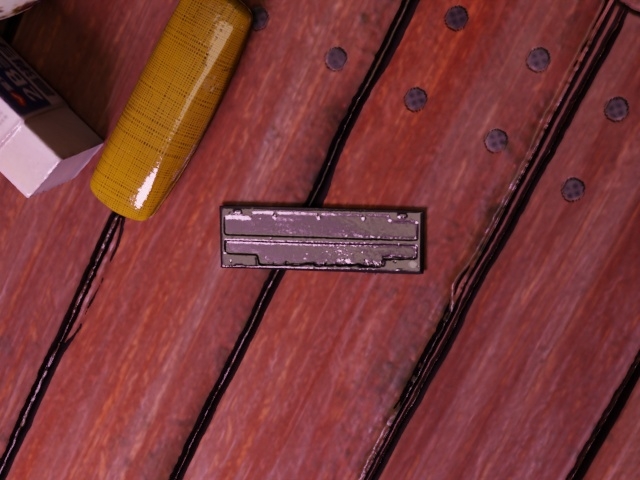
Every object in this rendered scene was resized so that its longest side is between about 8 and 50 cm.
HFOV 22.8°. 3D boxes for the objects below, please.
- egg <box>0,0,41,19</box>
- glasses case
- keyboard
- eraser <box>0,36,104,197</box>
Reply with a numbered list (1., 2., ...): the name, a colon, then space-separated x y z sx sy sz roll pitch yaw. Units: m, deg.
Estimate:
1. egg: -0.275 -0.297 1.419 0.169 0.169 0.231 38 109 2
2. glasses case: -0.137 -0.127 1.480 0.079 0.064 0.234 30 106 6
3. keyboard: 0.000 0.000 1.507 0.198 0.010 0.063 2 100 11
4. eraser: -0.310 -0.139 1.480 0.210 0.124 0.068 45 105 0
